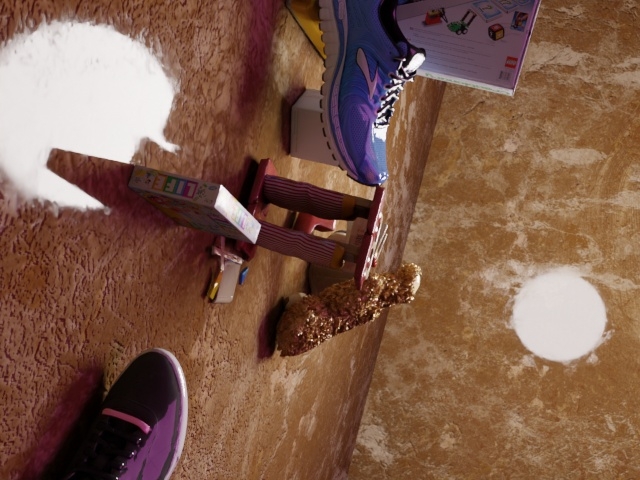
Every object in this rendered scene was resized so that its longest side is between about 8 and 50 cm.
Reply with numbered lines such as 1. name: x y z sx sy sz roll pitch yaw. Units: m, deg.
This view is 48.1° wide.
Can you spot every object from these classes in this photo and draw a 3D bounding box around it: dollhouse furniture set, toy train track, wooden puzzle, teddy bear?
1. dollhouse furniture set: 0.000 0.000 1.237 0.374 0.201 0.152 65 40 -78
2. toy train track: -0.138 0.023 1.038 0.083 0.014 0.048 30 57 -65
3. wooden puzzle: -0.142 0.060 1.091 0.116 0.014 0.079 44 65 -74
4. teddy bear: 0.052 0.123 1.466 0.245 0.338 0.113 145 -77 -81

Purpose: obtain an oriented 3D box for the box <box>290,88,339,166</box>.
1. box: 0.008 -0.197 1.253 0.087 0.102 0.101 -61 160 -52

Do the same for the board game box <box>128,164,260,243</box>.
1. board game box: -0.139 -0.038 0.823 0.154 0.103 0.026 53 52 -71

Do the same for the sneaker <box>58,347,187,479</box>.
1. sneaker: -0.227 0.245 0.735 0.147 0.104 0.296 76 35 -72

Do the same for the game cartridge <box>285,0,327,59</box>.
1. game cartridge: 0.048 -0.463 1.225 0.323 0.052 0.285 21 85 -72

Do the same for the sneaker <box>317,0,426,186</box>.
1. sneaker: 0.083 -0.244 1.087 0.130 0.147 0.330 -33 121 -66

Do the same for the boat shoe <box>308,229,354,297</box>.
1. boat shoe: 0.030 0.084 1.618 0.092 0.102 0.285 -67 167 -52

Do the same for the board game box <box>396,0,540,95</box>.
1. board game box: 0.192 -0.366 1.172 0.053 0.305 0.193 9 98 -77
